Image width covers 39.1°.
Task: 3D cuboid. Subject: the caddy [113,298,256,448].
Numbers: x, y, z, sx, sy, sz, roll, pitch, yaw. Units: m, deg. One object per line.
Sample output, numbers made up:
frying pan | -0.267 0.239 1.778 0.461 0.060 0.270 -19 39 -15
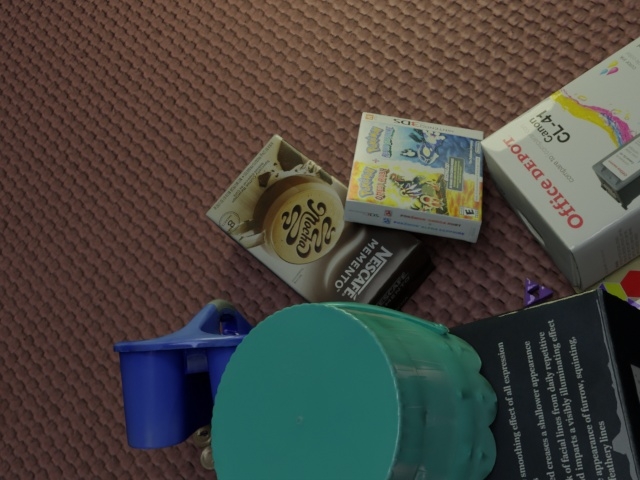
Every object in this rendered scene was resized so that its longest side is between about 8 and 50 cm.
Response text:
caddy | -0.131 0.167 1.197 0.241 0.341 0.179 -4 84 9

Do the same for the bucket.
bucket | 0.029 0.198 0.958 0.281 0.183 0.281 -13 68 34

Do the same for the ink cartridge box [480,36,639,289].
ink cartridge box | 0.407 -0.115 1.208 0.306 0.131 0.226 -33 56 1

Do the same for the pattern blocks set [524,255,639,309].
pattern blocks set | 0.436 0.053 1.207 0.325 0.026 0.285 -19 61 14

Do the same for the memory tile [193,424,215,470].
memory tile | -0.145 0.258 1.348 0.113 0.012 0.148 -24 65 9

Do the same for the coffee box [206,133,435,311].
coffee box | 0.000 0.000 1.332 0.297 0.119 0.168 38 85 26

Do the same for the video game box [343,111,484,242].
video game box | 0.137 -0.095 1.285 0.187 0.048 0.205 8 45 3

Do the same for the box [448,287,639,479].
box | 0.206 0.261 1.057 0.395 0.212 0.293 -19 65 31
